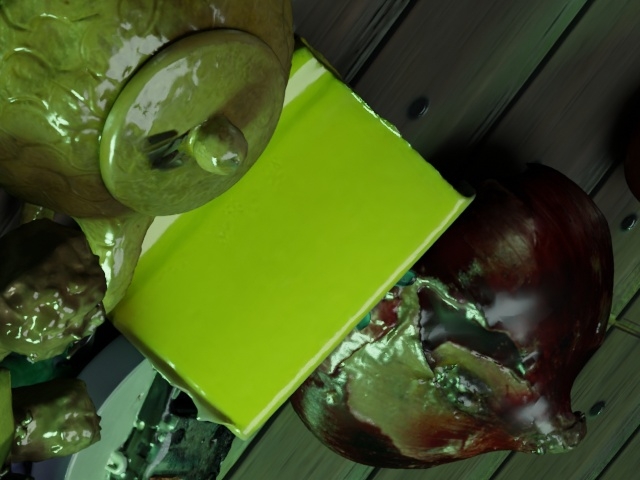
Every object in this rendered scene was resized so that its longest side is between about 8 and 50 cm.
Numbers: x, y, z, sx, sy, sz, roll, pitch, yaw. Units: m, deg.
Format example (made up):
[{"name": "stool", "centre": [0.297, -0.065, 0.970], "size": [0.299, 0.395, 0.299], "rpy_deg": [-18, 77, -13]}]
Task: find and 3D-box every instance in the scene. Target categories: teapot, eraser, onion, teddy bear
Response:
[{"name": "teapot", "centre": [-0.098, -0.078, 1.103], "size": [0.203, 0.167, 0.311], "rpy_deg": [-3, 128, -44]}, {"name": "eraser", "centre": [-0.033, -0.003, 1.258], "size": [0.158, 0.069, 0.226], "rpy_deg": [43, 92, -11]}, {"name": "onion", "centre": [0.113, 0.082, 1.447], "size": [0.272, 0.195, 0.272], "rpy_deg": [-30, 151, -18]}, {"name": "teddy bear", "centre": [-0.215, 0.146, 1.123], "size": [0.246, 0.296, 0.222], "rpy_deg": [-43, 107, -40]}]

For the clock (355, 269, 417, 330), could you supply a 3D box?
[{"name": "clock", "centre": [0.000, 0.000, 1.317], "size": [0.101, 0.135, 0.041], "rpy_deg": [-44, -172, 2]}]

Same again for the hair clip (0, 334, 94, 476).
[{"name": "hair clip", "centre": [-0.202, 0.126, 1.315], "size": [0.124, 0.052, 0.195], "rpy_deg": [-23, 133, -49]}]

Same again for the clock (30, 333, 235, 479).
[{"name": "clock", "centre": [-0.104, 0.125, 1.354], "size": [0.172, 0.064, 0.198], "rpy_deg": [-64, 154, 6]}]

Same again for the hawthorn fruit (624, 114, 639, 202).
[{"name": "hawthorn fruit", "centre": [0.296, -0.069, 1.547], "size": [0.128, 0.128, 0.128], "rpy_deg": [-26, 140, -24]}]
